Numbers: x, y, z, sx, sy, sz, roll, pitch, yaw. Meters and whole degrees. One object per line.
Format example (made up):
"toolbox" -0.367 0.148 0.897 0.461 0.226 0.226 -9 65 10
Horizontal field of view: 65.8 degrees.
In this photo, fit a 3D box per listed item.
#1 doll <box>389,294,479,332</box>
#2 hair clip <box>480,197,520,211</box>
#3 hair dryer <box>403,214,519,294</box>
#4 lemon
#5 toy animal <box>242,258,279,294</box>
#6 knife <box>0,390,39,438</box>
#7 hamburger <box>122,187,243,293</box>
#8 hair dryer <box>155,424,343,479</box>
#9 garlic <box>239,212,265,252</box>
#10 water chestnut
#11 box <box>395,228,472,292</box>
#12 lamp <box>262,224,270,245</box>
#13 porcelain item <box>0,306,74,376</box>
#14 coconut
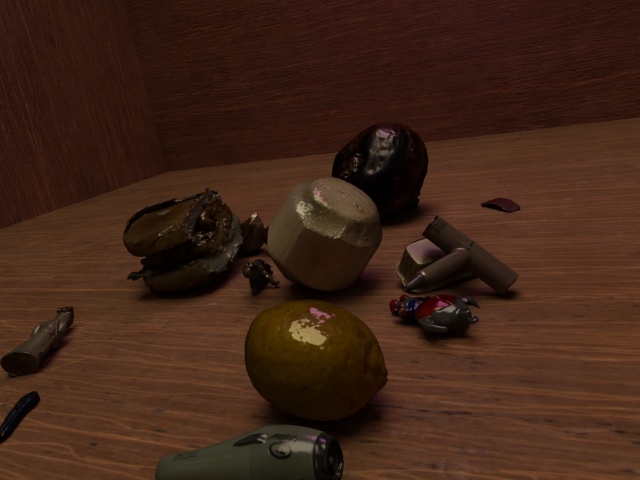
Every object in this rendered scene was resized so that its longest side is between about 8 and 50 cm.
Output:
"doll" 0.201 0.126 0.881 0.104 0.062 0.195 0 2 -33
"hair clip" 0.543 -0.111 1.499 0.054 0.022 0.137 -18 19 -15
"hair dryer" 0.245 0.061 0.909 0.195 0.053 0.220 38 41 14
"lemon" -0.009 0.166 0.697 0.207 0.169 0.170 11 27 37
"toy animal" -0.148 0.084 1.161 0.069 0.086 0.220 -33 -4 -2
"knife" -0.502 0.290 0.819 0.031 0.018 0.121 -13 19 -3
"hamburger" -0.378 -0.004 1.328 0.277 0.195 0.318 -15 27 21
"hair dryer" -0.123 0.297 0.517 0.229 0.092 0.267 -6 26 37
"garlic" -0.245 -0.031 1.500 0.091 0.128 0.198 -21 24 -37
"water chestnut" 0.206 -0.201 1.616 0.302 0.350 0.350 29 -1 -28
"box" 0.250 0.045 1.057 0.177 0.111 0.111 -18 18 -10
"lamp" -0.119 -0.008 1.429 0.101 0.090 0.101 15 -11 3
"porcelain item" -0.590 0.208 1.064 0.084 0.054 0.213 -7 18 1
"coconut" 0.000 0.000 1.117 0.238 0.265 0.237 20 38 -16
